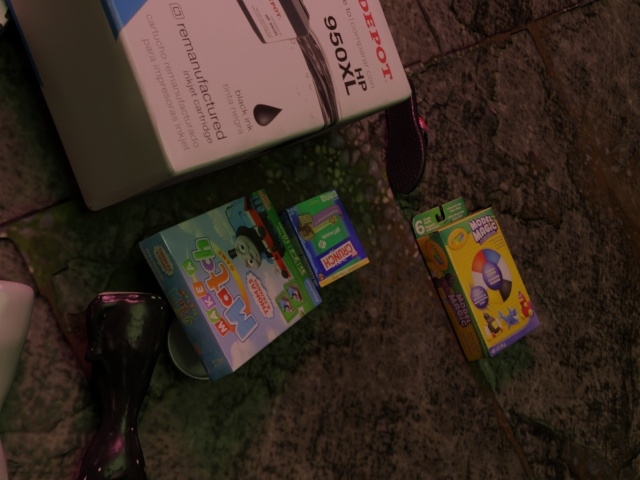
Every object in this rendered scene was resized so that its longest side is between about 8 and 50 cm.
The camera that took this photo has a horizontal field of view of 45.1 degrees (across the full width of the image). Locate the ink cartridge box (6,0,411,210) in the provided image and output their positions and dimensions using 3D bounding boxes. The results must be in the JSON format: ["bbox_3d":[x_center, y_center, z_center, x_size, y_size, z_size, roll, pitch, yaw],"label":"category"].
[{"bbox_3d":[-0.107,-0.233,0.856,0.395,0.166,0.285,-27,99,-46],"label":"ink cartridge box"}]

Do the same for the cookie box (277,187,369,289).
[{"bbox_3d":[0.000,0.000,0.979,0.092,0.040,0.107,-26,92,-39],"label":"cookie box"}]

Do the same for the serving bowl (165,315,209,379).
[{"bbox_3d":[-0.135,0.114,0.854,0.083,0.027,0.083,12,68,-32],"label":"serving bowl"}]

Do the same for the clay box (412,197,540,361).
[{"bbox_3d":[0.225,0.047,1.119,0.127,0.053,0.222,-23,90,-39],"label":"clay box"}]

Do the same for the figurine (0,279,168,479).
[{"bbox_3d":[-0.255,0.150,0.725,0.215,0.092,0.209,9,75,-33],"label":"figurine"}]

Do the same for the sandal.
[{"bbox_3d":[0.129,-0.151,1.108,0.040,0.067,0.179,17,63,-43],"label":"sandal"}]

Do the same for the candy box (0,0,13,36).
[{"bbox_3d":[-0.376,-0.295,0.783,0.165,0.070,0.196,32,59,-25],"label":"candy box"}]

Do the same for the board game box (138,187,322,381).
[{"bbox_3d":[-0.090,0.040,0.858,0.160,0.039,0.211,63,31,-3],"label":"board game box"}]
